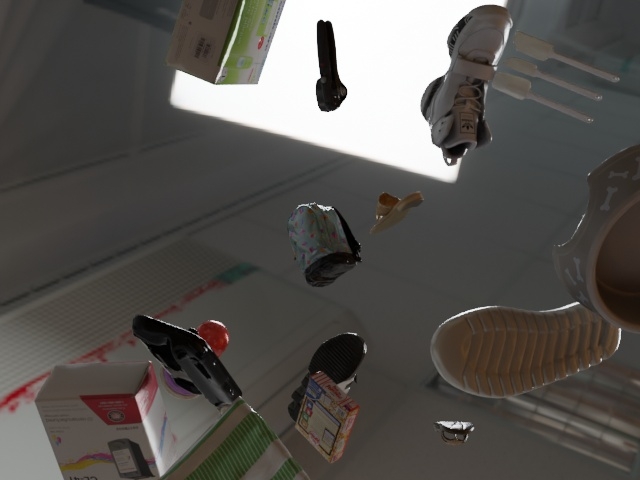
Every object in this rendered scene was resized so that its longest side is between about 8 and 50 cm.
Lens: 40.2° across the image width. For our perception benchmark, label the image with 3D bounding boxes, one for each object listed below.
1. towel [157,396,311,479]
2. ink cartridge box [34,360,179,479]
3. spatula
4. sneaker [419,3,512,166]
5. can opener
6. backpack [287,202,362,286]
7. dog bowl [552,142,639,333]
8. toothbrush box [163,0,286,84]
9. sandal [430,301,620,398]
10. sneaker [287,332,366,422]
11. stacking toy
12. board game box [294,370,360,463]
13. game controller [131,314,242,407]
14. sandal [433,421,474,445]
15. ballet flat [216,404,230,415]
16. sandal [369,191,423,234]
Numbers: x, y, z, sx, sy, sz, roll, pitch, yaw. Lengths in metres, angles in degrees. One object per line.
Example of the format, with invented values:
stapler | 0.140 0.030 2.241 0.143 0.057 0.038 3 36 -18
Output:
towel | -0.141 0.457 1.524 0.325 0.248 0.038 45 -179 43
ink cartridge box | -0.446 0.416 1.867 0.226 0.306 0.131 -5 -153 9
spatula | 0.514 -0.353 1.929 0.242 0.168 0.019 22 -134 3
sneaker | 0.341 -0.338 1.969 0.137 0.366 0.210 6 -127 -17
can opener | 0.013 -0.350 1.757 0.073 0.186 0.059 1 -166 25
backpack | 0.000 0.000 2.036 0.115 0.152 0.182 12 -126 -48
dog bowl | 0.577 0.006 1.482 0.348 0.349 0.102 5 -153 -13
toothbrush box | -0.192 -0.440 1.828 0.122 0.206 0.283 23 -166 8
sandal | 0.381 0.200 1.654 0.416 0.170 0.102 -2 -177 -22
sneaker | 0.039 0.365 2.415 0.122 0.331 0.146 49 -148 21
stacking toy | -0.310 0.299 2.262 0.141 0.330 0.141 12 -121 -20
board game box | 0.014 0.455 2.252 0.045 0.194 0.146 -20 -131 -41
game controller | -0.259 0.237 1.714 0.166 0.319 0.067 25 -113 23
sandal | 0.339 0.499 2.265 0.089 0.060 0.219 2 168 -7
ballet flat | -0.214 0.429 2.116 0.114 0.041 0.041 54 -156 -8
sandal | 0.190 -0.096 2.309 0.088 0.240 0.079 -17 -102 -28
